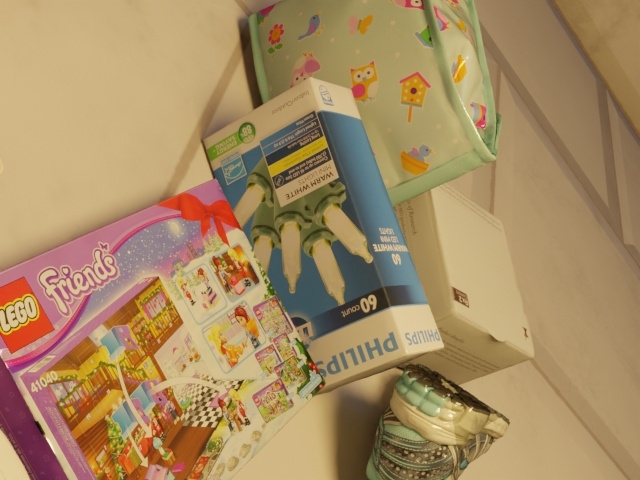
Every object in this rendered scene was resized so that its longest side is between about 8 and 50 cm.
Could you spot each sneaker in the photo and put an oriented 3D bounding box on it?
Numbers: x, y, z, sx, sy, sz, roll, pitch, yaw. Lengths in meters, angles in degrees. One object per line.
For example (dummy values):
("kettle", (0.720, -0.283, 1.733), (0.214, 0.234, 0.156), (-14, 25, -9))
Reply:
("sneaker", (0.102, 0.194, 0.938), (0.110, 0.122, 0.283), (32, -1, 22))

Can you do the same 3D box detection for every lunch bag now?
("lunch bag", (0.060, -0.148, 0.993), (0.160, 0.223, 0.262), (30, 44, -52))

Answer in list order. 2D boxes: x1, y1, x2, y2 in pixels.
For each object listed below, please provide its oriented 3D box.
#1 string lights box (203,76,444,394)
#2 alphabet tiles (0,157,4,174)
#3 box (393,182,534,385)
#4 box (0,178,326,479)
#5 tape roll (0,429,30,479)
("string lights box", (0.000, 0.000, 0.874), (0.077, 0.133, 0.259), (3, 65, -58))
("alphabet tiles", (-0.316, -0.084, 0.552), (0.284, 0.021, 0.277), (-16, 82, -61))
("box", (0.129, 0.046, 1.058), (0.181, 0.119, 0.181), (29, 45, -46))
("box", (-0.121, 0.084, 0.693), (0.200, 0.057, 0.293), (63, 30, -3))
("tape roll", (-0.232, 0.151, 0.315), (0.246, 0.169, 0.246), (28, 55, -49))
